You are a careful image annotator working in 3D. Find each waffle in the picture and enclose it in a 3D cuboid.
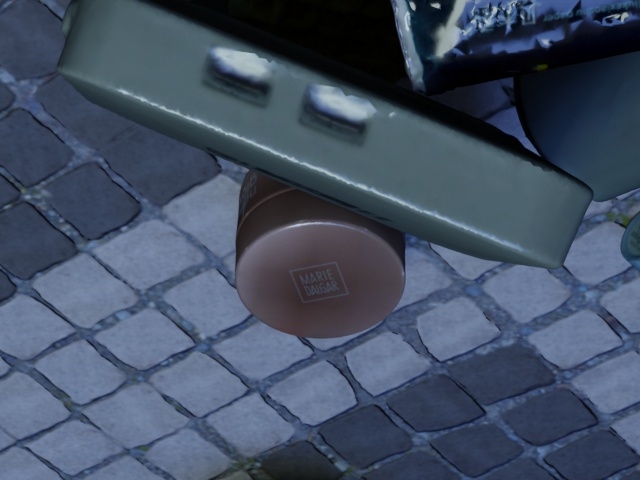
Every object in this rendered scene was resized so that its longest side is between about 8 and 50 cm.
[{"bbox_3d":[0.024,-0.184,1.469,0.183,0.036,0.169,-23,132,23],"label":"waffle"}]

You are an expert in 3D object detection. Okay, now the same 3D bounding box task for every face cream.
[{"bbox_3d":[0.000,0.000,1.604,0.149,0.104,0.149,0,135,0],"label":"face cream"}]

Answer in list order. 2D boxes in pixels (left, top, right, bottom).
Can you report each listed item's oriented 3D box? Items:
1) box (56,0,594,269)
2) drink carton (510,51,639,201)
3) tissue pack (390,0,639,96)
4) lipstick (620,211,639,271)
[{"bbox_3d":[-0.006,-0.082,1.349,0.373,0.367,0.090,23,89,-5],"label":"box"},{"bbox_3d":[0.273,-0.129,1.432,0.189,0.191,0.185,-26,133,37],"label":"drink carton"},{"bbox_3d":[0.241,-0.277,1.193,0.416,0.253,0.264,-10,115,13],"label":"tissue pack"},{"bbox_3d":[0.388,0.060,1.686,0.274,0.061,0.068,33,124,-27],"label":"lipstick"}]
